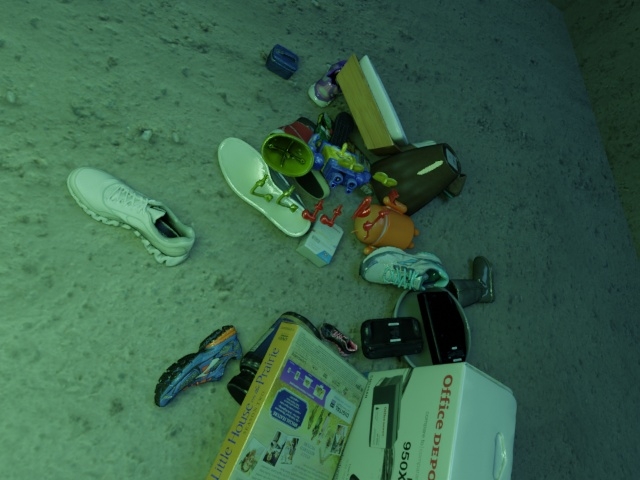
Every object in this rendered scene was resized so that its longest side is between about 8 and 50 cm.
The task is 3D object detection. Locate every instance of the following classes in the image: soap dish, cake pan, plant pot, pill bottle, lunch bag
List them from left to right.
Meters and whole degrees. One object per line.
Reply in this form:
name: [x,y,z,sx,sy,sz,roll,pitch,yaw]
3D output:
pill bottle: [-0.104,0.276,0.988,0.123,0.123,0.219,50,52,-8]
lunch bag: [-0.112,-0.552,1.343,0.098,0.065,0.067,19,62,-27]
soap dish: [0.163,-0.403,1.350,0.291,0.118,0.229,67,17,2]
plant pot: [0.312,-0.205,1.369,0.215,0.230,0.215,28,50,-38]
cake pan: [0.330,0.273,1.318,0.293,0.054,0.293,11,65,-25]

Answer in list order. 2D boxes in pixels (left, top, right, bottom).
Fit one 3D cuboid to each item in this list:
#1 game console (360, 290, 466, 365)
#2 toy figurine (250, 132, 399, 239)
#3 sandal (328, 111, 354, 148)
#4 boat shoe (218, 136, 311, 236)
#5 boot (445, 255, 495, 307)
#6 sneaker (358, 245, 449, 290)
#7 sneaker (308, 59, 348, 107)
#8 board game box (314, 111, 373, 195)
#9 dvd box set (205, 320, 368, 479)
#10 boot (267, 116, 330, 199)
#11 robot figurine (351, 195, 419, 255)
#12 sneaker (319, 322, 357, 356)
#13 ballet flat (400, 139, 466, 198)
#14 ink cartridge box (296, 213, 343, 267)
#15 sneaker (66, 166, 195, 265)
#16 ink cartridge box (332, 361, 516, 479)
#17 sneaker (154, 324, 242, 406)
game console: [0.268,0.254,1.236,0.361,0.044,0.213,2,68,-28]
toy figurine: [0.008,-0.179,1.133,0.362,0.191,0.217,18,32,-16]
sandal: [0.051,-0.313,1.281,0.067,0.040,0.179,37,56,-25]
boat shoe: [-0.146,-0.140,1.161,0.319,0.116,0.099,46,9,-3]
boot: [0.512,0.143,1.510,0.208,0.076,0.190,1,69,-27]
sneaker: [0.252,0.090,1.267,0.283,0.110,0.122,0,29,-20]
sneaker: [0.058,-0.534,1.431,0.095,0.104,0.236,43,52,-12]
board game box: [0.079,-0.264,1.337,0.259,0.030,0.136,39,43,-31]
dvd box set: [-0.063,0.424,0.901,0.307,0.062,0.420,46,58,-38]
boot: [-0.019,-0.249,1.280,0.244,0.088,0.176,53,50,-2]
robot figurine: [0.194,-0.038,1.315,0.219,0.158,0.128,16,46,-29]
sneaker: [0.051,0.258,1.145,0.119,0.057,0.047,42,56,-12]
ballet flat: [0.395,-0.276,1.540,0.342,0.124,0.116,29,14,-23]
ink cartridge box: [0.000,0.000,1.214,0.088,0.052,0.122,39,56,-17]
sneaker: [-0.393,-0.066,0.928,0.292,0.118,0.110,37,57,-16]
ink cartridge box: [0.201,0.445,0.960,0.166,0.395,0.285,33,56,-21]
sneaker: [-0.249,0.274,0.919,0.221,0.083,0.087,-37,101,-36]
